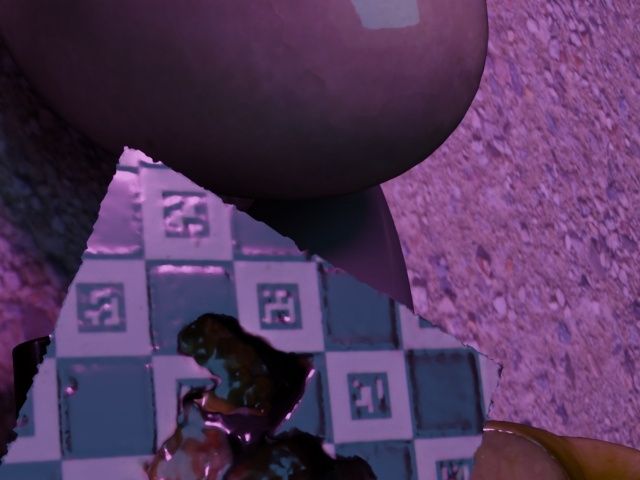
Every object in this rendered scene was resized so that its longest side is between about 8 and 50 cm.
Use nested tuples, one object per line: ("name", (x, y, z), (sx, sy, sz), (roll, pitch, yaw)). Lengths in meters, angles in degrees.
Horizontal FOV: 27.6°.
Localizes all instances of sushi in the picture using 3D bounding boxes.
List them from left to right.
("sushi", (-0.054, 0.140, 0.792), (0.292, 0.059, 0.294), (29, 65, -18))

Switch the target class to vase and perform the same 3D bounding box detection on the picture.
("vase", (0.000, 0.000, 1.009), (0.173, 0.173, 0.321), (37, 44, -32))

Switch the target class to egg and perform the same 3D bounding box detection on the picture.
("egg", (-0.059, -0.161, 0.885), (0.352, 0.258, 0.258), (24, 44, 14))

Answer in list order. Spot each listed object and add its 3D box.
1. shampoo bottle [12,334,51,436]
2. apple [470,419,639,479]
("shampoo bottle", (-0.149, 0.195, 0.799), (0.104, 0.104, 0.278), (7, 70, -46))
("apple", (0.165, 0.320, 0.933), (0.311, 0.320, 0.360), (15, 85, -52))
